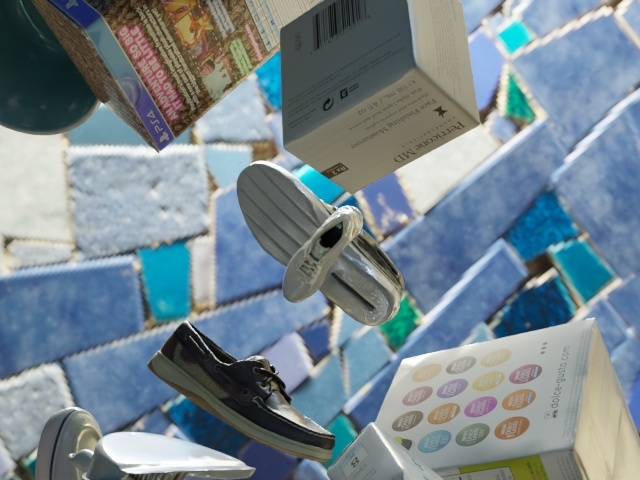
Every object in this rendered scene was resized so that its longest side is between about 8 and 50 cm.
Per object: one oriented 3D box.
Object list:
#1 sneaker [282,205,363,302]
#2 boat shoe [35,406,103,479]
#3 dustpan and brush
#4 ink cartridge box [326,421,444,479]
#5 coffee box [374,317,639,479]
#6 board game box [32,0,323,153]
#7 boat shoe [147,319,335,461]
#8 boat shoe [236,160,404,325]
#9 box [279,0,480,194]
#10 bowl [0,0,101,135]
[{"bbox_3d":[-0.006,0.019,1.531,0.152,0.054,0.061,-55,-8,16],"label":"sneaker"},{"bbox_3d":[-0.304,0.415,1.684,0.156,0.367,0.136,-14,-14,32],"label":"boat shoe"},{"bbox_3d":[-0.181,0.214,1.123,0.211,0.147,0.060,15,95,48],"label":"dustpan and brush"},{"bbox_3d":[0.178,0.366,1.205,0.091,0.308,0.385,-48,17,0],"label":"ink cartridge box"},{"bbox_3d":[0.287,0.371,1.762,0.334,0.338,0.337,-15,21,26],"label":"coffee box"},{"bbox_3d":[-0.162,-0.293,1.386,0.291,0.232,0.141,-42,57,-11],"label":"board game box"},{"bbox_3d":[-0.095,0.189,1.510,0.285,0.103,0.092,25,88,30],"label":"boat shoe"},{"bbox_3d":[0.000,0.000,1.909,0.121,0.335,0.119,-41,4,25],"label":"boat shoe"},{"bbox_3d":[0.060,-0.179,1.274,0.181,0.119,0.182,-28,48,31],"label":"box"},{"bbox_3d":[-0.381,-0.319,1.619,0.311,0.311,0.163,-30,14,37],"label":"bowl"}]
